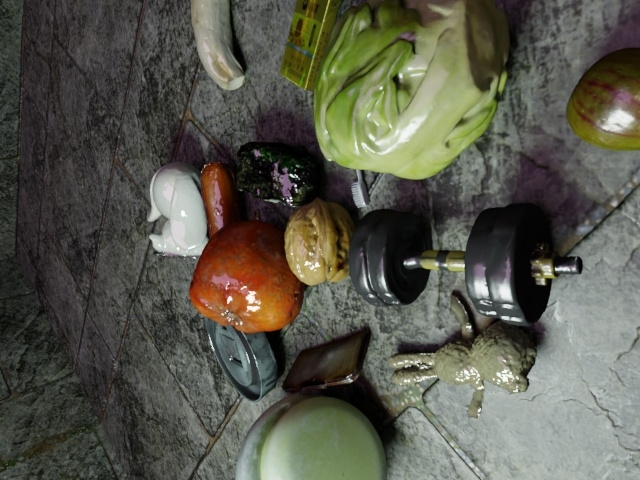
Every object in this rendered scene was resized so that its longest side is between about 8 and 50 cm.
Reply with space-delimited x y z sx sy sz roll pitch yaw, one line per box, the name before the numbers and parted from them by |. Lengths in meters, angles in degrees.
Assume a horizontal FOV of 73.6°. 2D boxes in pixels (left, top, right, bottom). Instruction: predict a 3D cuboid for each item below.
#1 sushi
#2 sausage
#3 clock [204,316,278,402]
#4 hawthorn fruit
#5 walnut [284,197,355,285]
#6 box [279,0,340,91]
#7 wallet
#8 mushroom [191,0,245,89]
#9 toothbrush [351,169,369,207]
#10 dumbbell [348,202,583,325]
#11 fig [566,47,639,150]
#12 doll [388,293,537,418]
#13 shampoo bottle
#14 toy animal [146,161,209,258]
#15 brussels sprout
sushi | -0.100 -0.158 0.980 0.225 0.124 0.127 23 116 37
sausage | -0.256 -0.050 1.169 0.102 0.102 0.330 1 101 42
clock | -0.230 0.303 1.213 0.313 0.061 0.312 30 131 42
hawthorn fruit | -0.165 0.059 1.026 0.276 0.276 0.307 -17 55 43
walnut | 0.000 0.000 0.914 0.156 0.155 0.184 4 100 41
box | -0.025 -0.426 0.891 0.121 0.030 0.193 47 129 41
wallet | 0.008 0.291 1.001 0.031 0.137 0.255 45 135 -16
mushroom | -0.261 -0.549 1.053 0.123 0.095 0.351 -6 99 25
toothbrush | 0.050 -0.240 0.892 0.029 0.024 0.353 -10 94 42
dumbbell | 0.209 0.034 0.710 0.389 0.185 0.185 0 100 42
fig | 0.427 -0.138 0.530 0.236 0.124 0.124 41 126 12
doll | 0.252 0.233 0.790 0.286 0.091 0.202 -49 34 26
shampoo bottle | -0.028 0.516 0.955 0.322 0.323 0.317 54 142 18
toy animal | -0.415 -0.080 1.251 0.249 0.174 0.289 -1 101 41
brussels sprout | 0.124 -0.244 0.682 0.328 0.247 0.327 16 114 41
